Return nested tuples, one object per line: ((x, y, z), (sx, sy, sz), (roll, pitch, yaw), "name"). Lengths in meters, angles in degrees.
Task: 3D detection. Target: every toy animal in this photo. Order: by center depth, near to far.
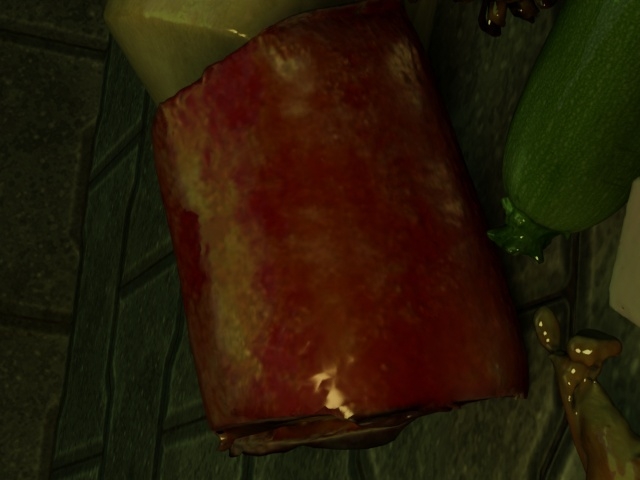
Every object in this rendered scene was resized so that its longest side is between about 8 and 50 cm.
((0.200, 0.148, 0.823), (0.312, 0.097, 0.158), (-144, 59, -70), "toy animal")

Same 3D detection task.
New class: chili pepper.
((0.000, 0.000, 1.122), (0.229, 0.251, 0.305), (-35, 70, 57), "chili pepper")

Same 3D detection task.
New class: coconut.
((-0.040, -0.199, 1.364), (0.329, 0.328, 0.329), (-169, 90, -70), "coconut")

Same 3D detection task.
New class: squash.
((0.201, -0.138, 0.941), (0.107, 0.107, 0.395), (-104, 32, -49), "squash")

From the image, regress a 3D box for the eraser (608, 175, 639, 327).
((0.248, 0.041, 0.690), (0.287, 0.130, 0.086), (-137, 56, -65), "eraser")

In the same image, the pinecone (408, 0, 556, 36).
((0.120, -0.283, 1.085), (0.224, 0.224, 0.273), (171, 85, -69), "pinecone")
